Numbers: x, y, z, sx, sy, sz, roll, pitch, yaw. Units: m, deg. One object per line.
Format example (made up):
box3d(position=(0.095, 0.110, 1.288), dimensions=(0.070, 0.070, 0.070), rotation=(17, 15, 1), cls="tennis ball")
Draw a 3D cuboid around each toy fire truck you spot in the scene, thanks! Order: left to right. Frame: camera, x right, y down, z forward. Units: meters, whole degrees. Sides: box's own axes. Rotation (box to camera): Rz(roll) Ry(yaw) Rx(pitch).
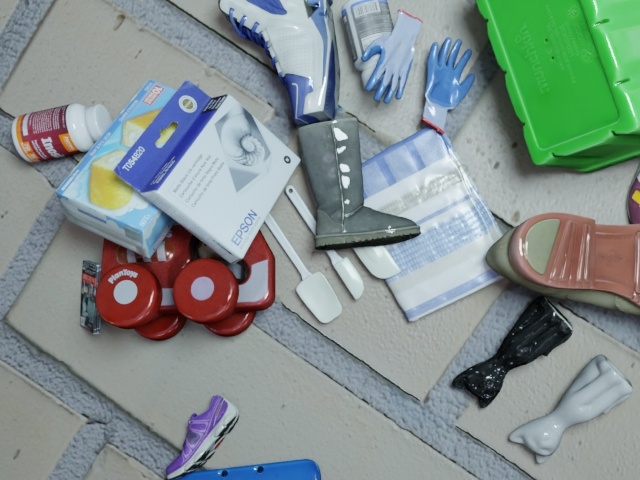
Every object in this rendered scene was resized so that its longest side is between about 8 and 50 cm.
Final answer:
box3d(position=(-0.227, 0.027, 1.078), dimensions=(0.302, 0.169, 0.254), rotation=(-4, 73, 6), cls="toy fire truck")

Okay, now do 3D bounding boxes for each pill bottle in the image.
box3d(position=(-0.446, -0.190, 1.123), dimensions=(0.151, 0.086, 0.086), rotation=(-11, 91, 8), cls="pill bottle")
box3d(position=(0.086, -0.323, 1.055), dimensions=(0.078, 0.078, 0.137), rotation=(-13, 91, 8), cls="pill bottle")

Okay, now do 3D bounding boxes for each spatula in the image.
box3d(position=(0.000, 0.000, 1.093), dimensions=(0.168, 0.019, 0.242), rotation=(-37, 84, 15), cls="spatula")

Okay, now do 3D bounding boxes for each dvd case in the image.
box3d(position=(-0.404, 0.098, 1.137), dimensions=(0.013, 0.087, 0.120), rotation=(3, 92, -35), cls="dvd case")

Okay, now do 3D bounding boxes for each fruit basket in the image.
box3d(position=(0.453, -0.308, 0.958), dimensions=(0.391, 0.283, 0.392), rotation=(9, 74, -32), cls="fruit basket")

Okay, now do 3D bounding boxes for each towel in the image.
box3d(position=(0.176, -0.028, 1.078), dimensions=(0.209, 0.034, 0.285), rotation=(-29, 86, 10), cls="towel")

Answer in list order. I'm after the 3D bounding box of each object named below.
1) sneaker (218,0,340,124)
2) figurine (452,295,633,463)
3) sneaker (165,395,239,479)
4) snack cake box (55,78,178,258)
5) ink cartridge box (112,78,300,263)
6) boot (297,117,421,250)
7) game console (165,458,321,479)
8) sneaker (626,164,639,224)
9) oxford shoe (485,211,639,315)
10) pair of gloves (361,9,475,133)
box3d(position=(-0.068, -0.340, 1.061), dimensions=(0.182, 0.127, 0.316), rotation=(-5, 85, 11), cls="sneaker")
box3d(position=(0.358, 0.235, 1.045), dimensions=(0.215, 0.092, 0.209), rotation=(45, 104, 3), cls="figurine")
box3d(position=(-0.214, 0.346, 1.135), dimensions=(0.071, 0.068, 0.170), rotation=(39, 88, 19), cls="sneaker")
box3d(position=(-0.274, -0.120, 1.037), dimensions=(0.152, 0.089, 0.264), rotation=(23, 59, 7), cls="snack cake box")
box3d(position=(-0.163, -0.116, 0.990), dimensions=(0.224, 0.045, 0.223), rotation=(39, 56, -19), cls="ink cartridge box")
box3d(position=(0.062, -0.095, 1.051), dimensions=(0.189, 0.076, 0.209), rotation=(-3, 77, 1), cls="boot")
box3d(position=(-0.121, 0.548, 1.140), dimensions=(0.292, 0.173, 0.250), rotation=(-9, 122, 8), cls="game console")
box3d(position=(0.532, -0.099, 1.003), dimensions=(0.069, 0.084, 0.186), rotation=(11, 93, 7), cls="sneaker")
box3d(position=(0.451, 0.042, 1.005), dimensions=(0.396, 0.146, 0.141), rotation=(16, 79, -12), cls="oxford shoe")
box3d(position=(0.158, -0.272, 1.028), dimensions=(0.198, 0.023, 0.159), rotation=(24, 80, -22), cls="pair of gloves")
